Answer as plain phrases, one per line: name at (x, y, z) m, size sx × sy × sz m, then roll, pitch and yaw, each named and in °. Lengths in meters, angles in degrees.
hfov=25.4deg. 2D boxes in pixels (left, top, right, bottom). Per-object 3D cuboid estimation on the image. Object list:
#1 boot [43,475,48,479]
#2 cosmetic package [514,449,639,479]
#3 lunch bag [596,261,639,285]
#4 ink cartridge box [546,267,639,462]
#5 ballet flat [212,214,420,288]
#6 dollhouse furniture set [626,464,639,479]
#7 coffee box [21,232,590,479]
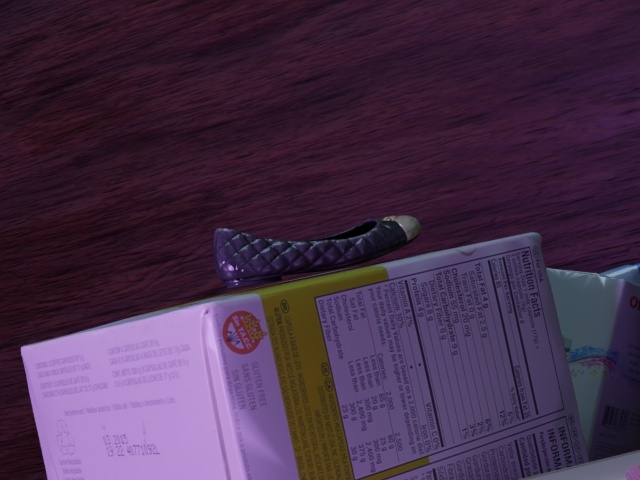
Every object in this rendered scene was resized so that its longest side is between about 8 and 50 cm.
boot at (-0.192, 0.333, 1.486) m, size 0.096 × 0.264 × 0.280 m, roll -54°, pitch 1°, yaw -3°
cosmetic package at (0.249, 0.227, 0.992) m, size 0.309 × 0.160 × 0.113 m, roll -12°, pitch -1°, yaw -2°
lunch bag at (0.275, 0.194, 1.560) m, size 0.328 × 0.239 × 0.385 m, roll -16°, pitch -16°, yaw 18°
ink cartridge box at (0.240, 0.121, 1.291) m, size 0.127 × 0.176 × 0.128 m, roll 10°, pitch -7°, yaw 45°
ballet flat at (0.000, 0.000, 1.111) m, size 0.173 × 0.049 × 0.057 m, roll -11°, pitch 0°, yaw -20°
dollhouse furniture set at (0.294, 0.185, 0.759) m, size 0.212 × 0.161 × 0.242 m, roll 2°, pitch -16°, yaw -30°
coffee box at (-0.005, 0.201, 1.190) m, size 0.334 × 0.338 × 0.338 m, roll -12°, pitch -1°, yaw -35°
